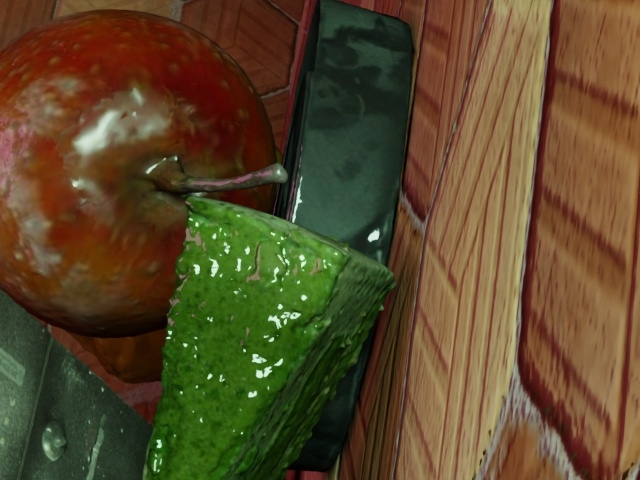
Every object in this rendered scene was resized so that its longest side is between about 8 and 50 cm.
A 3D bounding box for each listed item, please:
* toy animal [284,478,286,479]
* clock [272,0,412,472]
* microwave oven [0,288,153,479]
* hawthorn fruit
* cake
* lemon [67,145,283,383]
[{"bbox_3d":[-0.063,0.200,1.340,0.179,0.089,0.188,27,-121,-81],"label":"toy animal"},{"bbox_3d":[-0.001,-0.001,1.085,0.319,0.066,0.318,-169,90,-86],"label":"clock"},{"bbox_3d":[-0.252,0.229,0.961,0.432,0.374,0.236,54,-144,-50],"label":"microwave oven"},{"bbox_3d":[-0.148,-0.053,1.107,0.263,0.235,0.231,68,-178,-69],"label":"hawthorn fruit"},{"bbox_3d":[-0.035,0.102,0.849,0.100,0.099,0.235,18,-98,-70],"label":"cake"},{"bbox_3d":[-0.147,0.003,1.769,0.316,0.285,0.285,-33,-22,-27],"label":"lemon"}]
